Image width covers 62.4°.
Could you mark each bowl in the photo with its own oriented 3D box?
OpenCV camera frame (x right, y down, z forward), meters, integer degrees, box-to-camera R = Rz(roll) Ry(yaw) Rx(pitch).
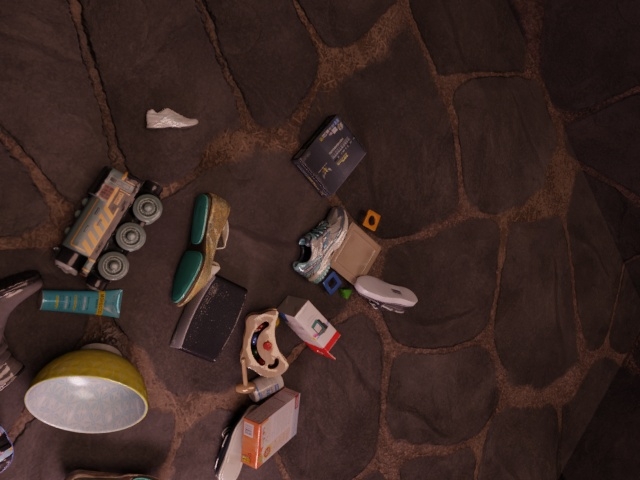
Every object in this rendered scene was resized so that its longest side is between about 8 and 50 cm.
[{"bbox_3d":[-0.591,0.365,1.380,0.290,0.289,0.156,31,33,-30],"label":"bowl"}]

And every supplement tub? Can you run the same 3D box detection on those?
[{"bbox_3d":[-0.182,0.473,1.723,0.107,0.071,0.070,-23,105,-29],"label":"supplement tub"}]

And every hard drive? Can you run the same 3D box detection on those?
[{"bbox_3d":[-0.332,0.237,1.621,0.172,0.054,0.254,31,76,-30],"label":"hard drive"}]

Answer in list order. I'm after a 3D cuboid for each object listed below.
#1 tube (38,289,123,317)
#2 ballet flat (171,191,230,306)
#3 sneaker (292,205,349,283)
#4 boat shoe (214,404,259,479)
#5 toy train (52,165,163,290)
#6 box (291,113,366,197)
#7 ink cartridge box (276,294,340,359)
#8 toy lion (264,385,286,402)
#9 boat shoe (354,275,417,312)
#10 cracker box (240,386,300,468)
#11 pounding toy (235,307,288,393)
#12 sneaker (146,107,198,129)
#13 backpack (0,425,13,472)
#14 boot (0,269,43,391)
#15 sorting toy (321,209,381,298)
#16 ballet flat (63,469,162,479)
[{"bbox_3d":[-0.642,0.166,1.424,0.207,0.052,0.080,8,95,-39],"label":"tube"},{"bbox_3d":[-0.342,0.033,1.574,0.123,0.123,0.348,17,82,-33],"label":"ballet flat"},{"bbox_3d":[0.000,0.000,1.796,0.122,0.110,0.282,29,77,-27],"label":"sneaker"},{"bbox_3d":[-0.264,0.635,1.674,0.095,0.079,0.254,24,82,-34],"label":"boat shoe"},{"bbox_3d":[-0.563,-0.037,1.417,0.190,0.142,0.333,31,78,-18],"label":"toy train"},{"bbox_3d":[0.033,-0.292,1.828,0.232,0.059,0.183,-51,118,-20],"label":"box"},{"bbox_3d":[-0.030,0.292,1.774,0.078,0.134,0.231,-51,118,-21],"label":"ink cartridge box"},{"bbox_3d":[-0.149,0.536,1.774,0.096,0.034,0.100,-7,97,-40],"label":"toy lion"},{"bbox_3d":[0.227,0.212,1.959,0.301,0.108,0.102,16,123,-40],"label":"boat shoe"},{"bbox_3d":[-0.155,0.587,1.673,0.232,0.067,0.155,-17,116,-59],"label":"cracker box"},{"bbox_3d":[-0.170,0.349,1.650,0.154,0.155,0.269,8,88,-9],"label":"pounding toy"},{"bbox_3d":[-0.428,-0.352,1.528,0.152,0.054,0.061,-8,94,-32],"label":"sneaker"},{"bbox_3d":[-0.841,0.508,1.266,0.173,0.117,0.158,-27,106,-29],"label":"backpack"},{"bbox_3d":[-0.795,0.239,1.299,0.338,0.118,0.222,-34,113,-15],"label":"boot"},{"bbox_3d":[0.118,0.051,1.912,0.196,0.047,0.347,41,73,-35],"label":"sorting toy"},{"bbox_3d":[-0.558,0.688,1.468,0.316,0.106,0.107,30,70,-31],"label":"ballet flat"}]
